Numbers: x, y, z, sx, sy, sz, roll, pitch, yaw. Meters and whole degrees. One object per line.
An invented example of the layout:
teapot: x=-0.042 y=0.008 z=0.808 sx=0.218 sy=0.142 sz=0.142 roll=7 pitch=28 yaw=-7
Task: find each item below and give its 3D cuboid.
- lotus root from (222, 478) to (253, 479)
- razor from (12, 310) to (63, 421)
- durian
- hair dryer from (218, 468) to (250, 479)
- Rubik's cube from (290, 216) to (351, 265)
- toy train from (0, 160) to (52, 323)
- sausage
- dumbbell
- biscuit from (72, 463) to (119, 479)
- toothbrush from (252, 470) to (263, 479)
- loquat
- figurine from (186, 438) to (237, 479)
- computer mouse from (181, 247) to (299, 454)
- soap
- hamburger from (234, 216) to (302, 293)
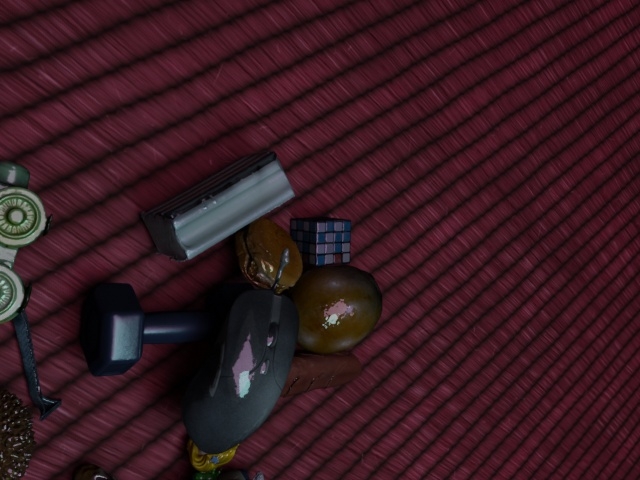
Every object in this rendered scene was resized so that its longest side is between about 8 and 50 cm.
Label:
lotus root: x=-0.222 y=0.539 z=1.205 sx=0.303 sy=0.146 sz=0.131 roll=-38 pitch=154 yaw=-8
razor: x=-0.473 y=0.196 z=1.101 sx=0.066 sy=0.033 sz=0.190 roll=-59 pitch=138 yaw=-75
durian: x=-0.510 y=0.306 z=1.005 sx=0.196 sy=0.196 sz=0.167 roll=-52 pitch=131 yaw=-22
hair dryer: x=-0.210 y=0.556 z=1.336 sx=0.167 sy=0.067 sz=0.199 roll=-15 pitch=118 yaw=-26
Rubik's cube: x=0.000 y=0.000 z=1.400 sx=0.092 sy=0.092 sz=0.092 roll=-3 pitch=97 yaw=-37
toy train: x=-0.511 y=0.009 z=0.981 sx=0.188 sy=0.159 sz=0.272 roll=16 pitch=85 yaw=-27
sausage: x=-0.066 y=0.273 z=1.358 sx=0.433 sy=0.088 sz=0.088 roll=0 pitch=95 yaw=-48
dumbbell: x=-0.251 y=0.151 z=1.194 sx=0.316 sy=0.156 sz=0.144 roll=2 pitch=124 yaw=-37
biscuit: x=-0.460 y=0.554 z=1.094 sx=0.366 sy=0.115 sz=0.268 roll=-20 pitch=107 yaw=-33
toothbrush: x=-0.129 y=0.592 z=1.371 sx=0.025 sy=0.020 sz=0.287 roll=-31 pitch=127 yaw=-58
loquat: x=0.025 y=0.139 z=1.387 sx=0.227 sy=0.179 sz=0.179 roll=-4 pitch=97 yaw=-33
figurine: x=-0.195 y=0.388 z=1.297 sx=0.115 sy=0.094 sz=0.156 roll=24 pitch=61 yaw=-55
computer mouse: x=-0.112 y=0.195 z=1.162 sx=0.167 sy=0.090 sz=0.379 roll=20 pitch=89 yaw=-40
soap: x=-0.184 y=-0.063 z=1.219 sx=0.261 sy=0.150 sz=0.094 roll=-35 pitch=111 yaw=-29
hamburger: x=-0.098 y=0.030 z=1.306 sx=0.138 sy=0.083 sz=0.147 roll=36 pitch=31 yaw=-44
